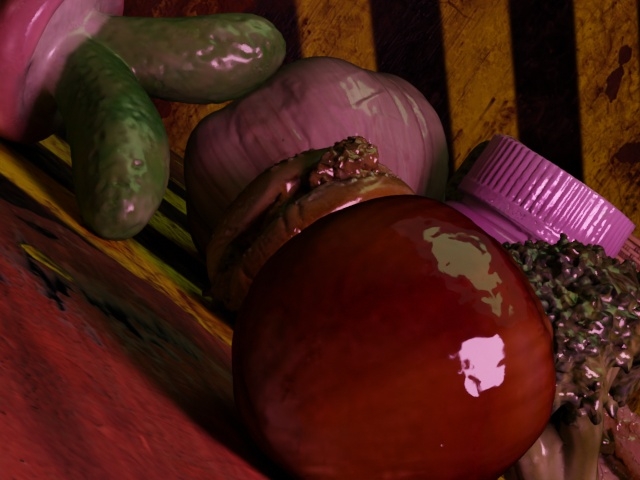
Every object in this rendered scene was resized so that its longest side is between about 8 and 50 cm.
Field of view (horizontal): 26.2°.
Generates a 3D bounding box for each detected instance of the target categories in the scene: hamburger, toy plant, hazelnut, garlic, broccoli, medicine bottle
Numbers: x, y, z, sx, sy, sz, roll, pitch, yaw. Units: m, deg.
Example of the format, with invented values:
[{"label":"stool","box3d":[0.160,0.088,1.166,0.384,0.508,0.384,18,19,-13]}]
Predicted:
[{"label":"hamburger","box3d":[0.000,0.000,1.231,0.189,0.215,0.122,14,31,-43]},{"label":"toy plant","box3d":[-0.252,-0.163,1.323,0.356,0.317,0.210,31,-42,7]},{"label":"hazelnut","box3d":[0.032,0.074,0.826,0.208,0.208,0.208,35,3,-2]},{"label":"garlic","box3d":[0.005,-0.051,1.496,0.317,0.317,0.259,31,33,-56]},{"label":"broccoli","box3d":[0.162,0.108,1.118,0.288,0.259,0.235,-12,37,-17]},{"label":"medicine bottle","box3d":[0.162,0.057,1.368,0.178,0.290,0.178,33,2,-1]},{"label":"hamburger","box3d":[0.329,0.263,1.670,0.262,0.124,0.131,46,-30,-25]}]

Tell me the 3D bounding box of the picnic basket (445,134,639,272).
[{"label":"picnic basket","box3d":[0.205,0.063,1.566,0.228,0.313,0.175,36,2,-16]}]
